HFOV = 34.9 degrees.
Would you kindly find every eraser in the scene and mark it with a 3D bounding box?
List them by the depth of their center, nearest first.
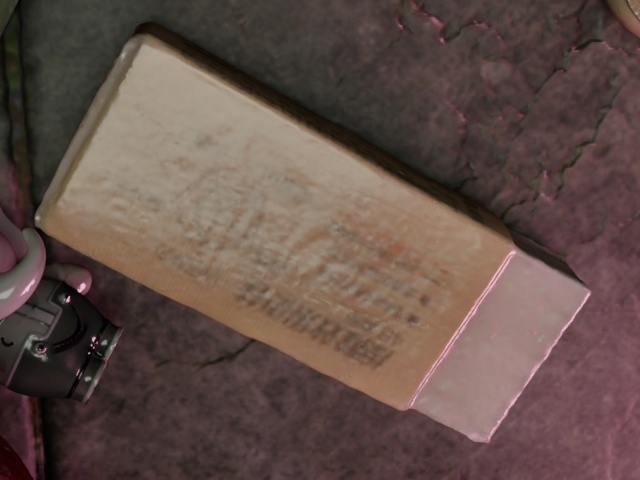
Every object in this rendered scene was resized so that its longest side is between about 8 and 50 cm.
[{"bbox_3d":[0.000,0.000,0.677,0.343,0.078,0.144,29,104,-14],"label":"eraser"}]

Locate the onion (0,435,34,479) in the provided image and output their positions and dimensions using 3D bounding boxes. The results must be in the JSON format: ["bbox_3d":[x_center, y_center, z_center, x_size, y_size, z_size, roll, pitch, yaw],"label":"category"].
[{"bbox_3d":[-0.282,0.189,0.485,0.314,0.314,0.232,-32,113,6],"label":"onion"}]

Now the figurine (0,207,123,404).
[{"bbox_3d":[-0.224,0.038,0.654,0.192,0.126,0.147,27,69,-6],"label":"figurine"}]

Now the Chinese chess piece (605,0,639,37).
[{"bbox_3d":[0.239,-0.184,0.652,0.122,0.051,0.122,-1,110,-4],"label":"Chinese chess piece"}]

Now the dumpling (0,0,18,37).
[{"bbox_3d":[-0.248,-0.158,0.549,0.175,0.227,0.243,45,111,17],"label":"dumpling"}]
